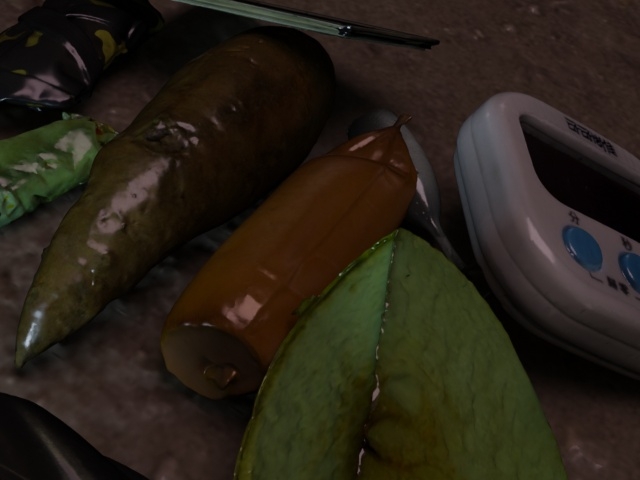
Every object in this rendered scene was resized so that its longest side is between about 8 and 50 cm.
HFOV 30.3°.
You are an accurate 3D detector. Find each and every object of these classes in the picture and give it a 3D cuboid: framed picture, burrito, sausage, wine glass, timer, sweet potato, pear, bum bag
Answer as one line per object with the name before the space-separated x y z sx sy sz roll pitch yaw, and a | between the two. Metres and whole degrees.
framed picture | -0.042 -0.205 1.066 0.252 0.014 0.197 17 12 25
burrito | -0.281 -0.048 0.917 0.288 0.054 0.104 -27 61 -36
sausage | -0.005 -0.001 0.938 0.112 0.112 0.328 32 46 8
wine glass | 0.087 -0.033 1.040 0.066 0.066 0.198 -8 51 -27
timer | 0.227 0.000 1.007 0.262 0.087 0.237 24 38 -30
sweet potato | -0.101 -0.061 0.941 0.130 0.130 0.423 31 46 8
pear | 0.067 0.175 0.796 0.239 0.139 0.288 31 51 -26
bum bag | -0.220 -0.177 1.047 0.106 0.060 0.232 24 45 11

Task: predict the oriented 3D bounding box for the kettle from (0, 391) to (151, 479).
kettle | -0.131 0.225 0.635 0.321 0.228 0.324 13 35 -48
